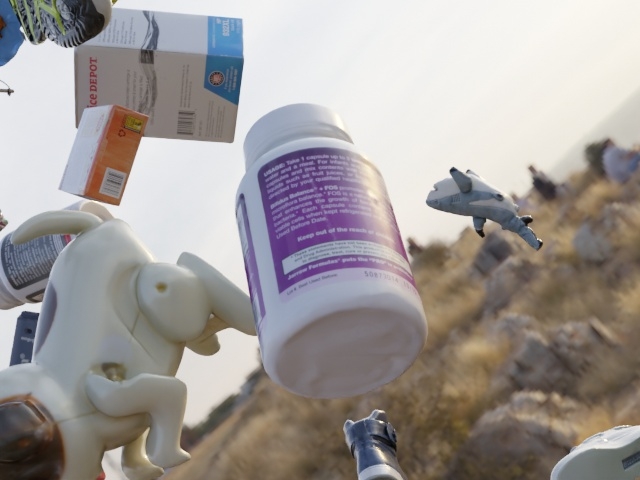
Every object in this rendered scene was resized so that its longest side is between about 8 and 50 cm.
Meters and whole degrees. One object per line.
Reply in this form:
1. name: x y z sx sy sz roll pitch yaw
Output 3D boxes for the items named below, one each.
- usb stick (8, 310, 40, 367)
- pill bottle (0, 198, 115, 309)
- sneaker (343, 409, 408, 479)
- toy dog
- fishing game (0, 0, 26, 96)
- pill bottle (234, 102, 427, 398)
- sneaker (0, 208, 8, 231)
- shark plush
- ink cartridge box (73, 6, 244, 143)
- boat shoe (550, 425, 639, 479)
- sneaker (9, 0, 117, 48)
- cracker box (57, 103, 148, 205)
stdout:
1. usb stick: -0.535 0.268 2.000 0.045 0.077 0.278 19 -101 -67
2. pill bottle: -0.557 0.034 2.270 0.283 0.161 0.161 -21 3 23
3. sneaker: 0.111 0.387 1.891 0.086 0.163 0.226 -23 -44 5
4. toy dog: -0.327 0.185 1.552 0.284 0.395 0.408 -14 34 55
5. fishing game: -0.606 -0.371 1.919 0.041 0.189 0.264 -91 5 -58
6. pill bottle: 0.000 0.000 1.162 0.169 0.302 0.169 -8 -40 -7
7. sneaker: -0.622 -0.031 2.062 0.069 0.038 0.098 -60 -23 -21
8. shark plush: 0.215 -0.036 1.422 0.067 0.161 0.073 -62 -11 13
9. ink cartridge box: -0.308 -0.314 2.111 0.223 0.307 0.129 104 166 -49
10. boat shoe: 0.417 0.329 1.645 0.227 0.079 0.081 -14 2 -30
11. sneaker: -0.373 -0.381 1.669 0.147 0.145 0.384 -30 23 -17
12. cracker box: -0.369 -0.144 1.868 0.232 0.067 0.156 12 84 65
